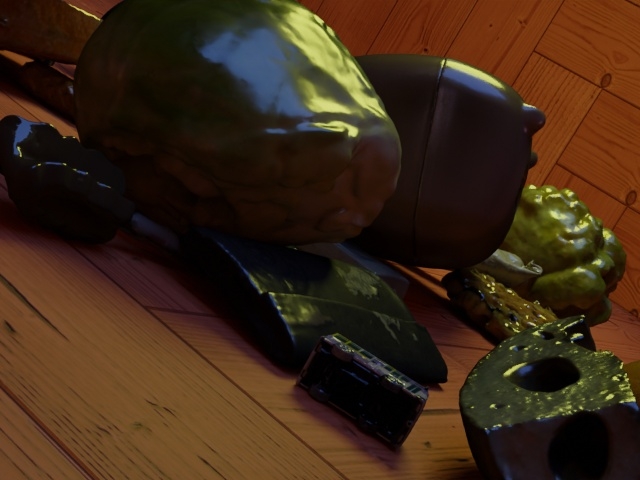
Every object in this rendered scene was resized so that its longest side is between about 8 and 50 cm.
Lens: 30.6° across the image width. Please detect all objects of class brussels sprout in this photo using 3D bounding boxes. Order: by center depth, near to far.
[{"bbox_3d":[-0.094,-0.116,1.203,0.344,0.268,0.344,25,33,-17],"label":"brussels sprout"}]

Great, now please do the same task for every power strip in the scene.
[{"bbox_3d":[-0.002,0.002,1.491,0.286,0.048,0.080,36,10,37],"label":"power strip"}]

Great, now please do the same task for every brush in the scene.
[{"bbox_3d":[-0.173,-0.015,1.040,0.301,0.071,0.084,33,21,-50],"label":"brush"}]

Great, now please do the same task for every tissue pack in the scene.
[{"bbox_3d":[0.156,-0.097,1.623,0.277,0.267,0.387,13,-7,11],"label":"tissue pack"}]

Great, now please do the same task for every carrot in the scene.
[{"bbox_3d":[-0.381,-0.287,1.500,0.258,0.100,0.307,24,9,40],"label":"carrot"}]

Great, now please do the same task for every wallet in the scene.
[{"bbox_3d":[0.012,0.064,1.140,0.170,0.044,0.321,48,18,29],"label":"wallet"}]

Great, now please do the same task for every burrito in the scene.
[{"bbox_3d":[0.221,0.021,1.875,0.275,0.059,0.082,18,-22,-8],"label":"burrito"}]

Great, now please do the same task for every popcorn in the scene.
[{"bbox_3d":[0.411,0.039,2.024,0.235,0.242,0.250,-7,-17,23],"label":"popcorn"}]

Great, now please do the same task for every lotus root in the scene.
[{"bbox_3d":[0.209,0.181,0.989,0.314,0.142,0.210,3,66,-79],"label":"lotus root"}]

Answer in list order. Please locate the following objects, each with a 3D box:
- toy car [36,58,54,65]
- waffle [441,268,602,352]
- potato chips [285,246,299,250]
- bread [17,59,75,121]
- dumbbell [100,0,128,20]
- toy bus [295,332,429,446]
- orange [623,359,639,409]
[{"bbox_3d":[-0.435,-0.313,1.683,0.070,0.080,0.170,33,10,27],"label":"toy car"},{"bbox_3d":[0.313,0.132,1.750,0.301,0.058,0.281,38,13,32],"label":"waffle"},{"bbox_3d":[-0.036,0.034,1.262,0.092,0.028,0.207,43,13,14],"label":"potato chips"},{"bbox_3d":[-0.308,-0.175,1.459,0.157,0.044,0.052,31,10,1],"label":"bread"},{"bbox_3d":[-0.238,-0.262,1.803,0.218,0.152,0.152,35,10,23],"label":"dumbbell"},{"bbox_3d":[0.038,0.123,0.967,0.102,0.052,0.058,31,10,14],"label":"toy bus"},{"bbox_3d":[0.403,0.212,1.397,0.156,0.134,0.156,25,23,-12],"label":"orange"}]
